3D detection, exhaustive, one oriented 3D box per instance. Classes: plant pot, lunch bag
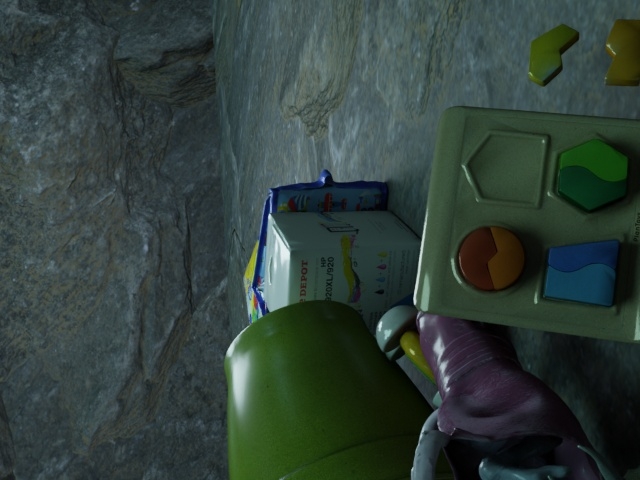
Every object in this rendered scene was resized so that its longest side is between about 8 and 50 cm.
[{"bbox_3d":[0.012,0.292,1.193,0.367,0.366,0.353,104,151,-44],"label":"plant pot"},{"bbox_3d":[0.000,0.000,1.510,0.138,0.220,0.293,-118,29,-55],"label":"lunch bag"}]

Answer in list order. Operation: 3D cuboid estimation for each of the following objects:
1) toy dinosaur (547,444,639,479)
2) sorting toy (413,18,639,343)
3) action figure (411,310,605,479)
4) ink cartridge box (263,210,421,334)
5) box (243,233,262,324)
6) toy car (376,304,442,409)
[{"bbox_3d":[0.302,0.301,0.700,0.160,0.121,0.314,48,162,46],"label":"toy dinosaur"},{"bbox_3d":[0.217,-0.069,0.776,0.041,0.228,0.308,27,-109,-70],"label":"sorting toy"},{"bbox_3d":[0.166,0.165,0.872,0.370,0.275,0.248,-108,21,-51],"label":"action figure"},{"bbox_3d":[0.033,0.056,1.384,0.168,0.232,0.171,-127,37,-63],"label":"ink cartridge box"},{"bbox_3d":[-0.046,0.142,1.772,0.290,0.176,0.279,117,146,-59],"label":"box"},{"bbox_3d":[0.171,0.145,1.103,0.159,0.136,0.182,45,176,21],"label":"toy car"}]
